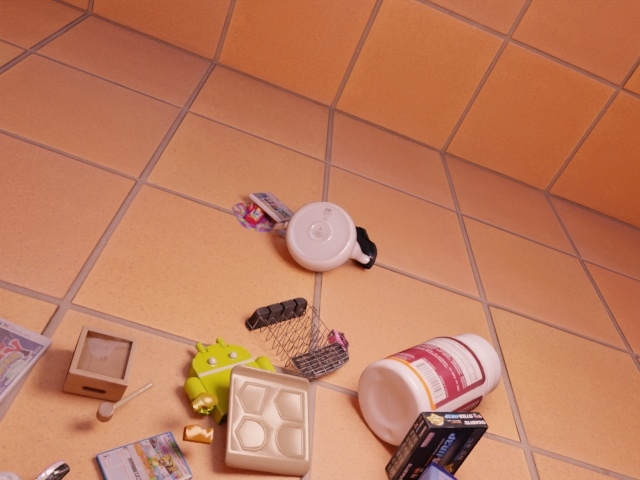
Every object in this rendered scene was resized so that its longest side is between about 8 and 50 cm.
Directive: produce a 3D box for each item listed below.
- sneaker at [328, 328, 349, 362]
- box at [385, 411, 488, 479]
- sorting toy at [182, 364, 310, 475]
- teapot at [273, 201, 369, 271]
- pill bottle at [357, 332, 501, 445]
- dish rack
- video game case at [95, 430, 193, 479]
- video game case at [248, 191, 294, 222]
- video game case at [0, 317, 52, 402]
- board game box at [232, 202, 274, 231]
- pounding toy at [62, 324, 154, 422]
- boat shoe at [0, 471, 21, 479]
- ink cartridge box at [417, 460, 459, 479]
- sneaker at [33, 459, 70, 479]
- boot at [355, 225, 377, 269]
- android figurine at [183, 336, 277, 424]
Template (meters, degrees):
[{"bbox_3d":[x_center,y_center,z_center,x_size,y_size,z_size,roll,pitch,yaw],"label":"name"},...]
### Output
[{"bbox_3d":[0.067,0.310,1.758,0.057,0.047,0.119,18,32,-33],"label":"sneaker"},{"bbox_3d":[0.280,0.503,1.454,0.175,0.220,0.051,9,32,-25],"label":"box"},{"bbox_3d":[-0.162,0.406,1.379,0.307,0.041,0.228,19,53,-26],"label":"sorting toy"},{"bbox_3d":[0.000,0.000,2.029,0.253,0.187,0.255,-26,72,-5],"label":"teapot"},{"bbox_3d":[0.309,0.388,1.638,0.392,0.224,0.224,-9,46,-43],"label":"pill bottle"},{"bbox_3d":[-0.057,0.278,1.692,0.208,0.074,0.271,-11,49,-42],"label":"dish rack"},{"bbox_3d":[-0.365,0.472,1.249,0.166,0.015,0.119,-6,43,-40],"label":"video game case"},{"bbox_3d":[-0.169,-0.122,2.198,0.157,0.019,0.143,42,22,16],"label":"video game case"},{"bbox_3d":[-0.727,0.250,1.313,0.184,0.023,0.201,24,32,-2],"label":"video game case"},{"bbox_3d":[-0.235,-0.096,2.139,0.133,0.033,0.168,0,39,-34],"label":"board game box"},{"bbox_3d":[-0.471,0.317,1.337,0.181,0.094,0.206,19,42,-20],"label":"pounding toy"},{"bbox_3d":[-0.630,0.455,1.033,0.226,0.075,0.083,-16,51,-47],"label":"boat shoe"},{"bbox_3d":[0.301,0.627,1.255,0.270,0.151,0.395,35,-1,14],"label":"ink cartridge box"},{"bbox_3d":[-0.515,0.489,1.089,0.077,0.072,0.178,38,40,-2],"label":"sneaker"},{"bbox_3d":[0.080,0.000,2.156,0.207,0.094,0.246,17,26,-20],"label":"boot"},{"bbox_3d":[-0.218,0.352,1.488,0.248,0.056,0.272,-7,46,-40],"label":"android figurine"}]
